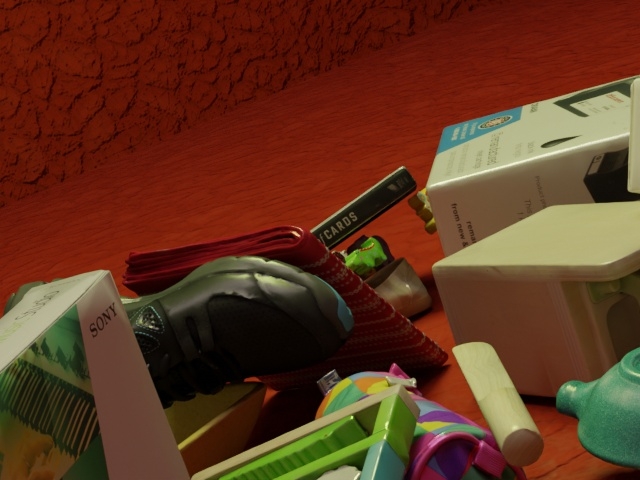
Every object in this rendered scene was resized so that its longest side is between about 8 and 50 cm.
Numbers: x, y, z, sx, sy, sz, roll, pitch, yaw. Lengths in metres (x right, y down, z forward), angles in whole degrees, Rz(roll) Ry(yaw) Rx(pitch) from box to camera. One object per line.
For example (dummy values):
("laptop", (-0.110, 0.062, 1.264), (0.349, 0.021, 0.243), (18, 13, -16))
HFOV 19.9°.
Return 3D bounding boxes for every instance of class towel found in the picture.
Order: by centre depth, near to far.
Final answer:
("towel", (-0.029, 0.066, 1.665), (0.199, 0.275, 0.031), (-10, 59, 29))

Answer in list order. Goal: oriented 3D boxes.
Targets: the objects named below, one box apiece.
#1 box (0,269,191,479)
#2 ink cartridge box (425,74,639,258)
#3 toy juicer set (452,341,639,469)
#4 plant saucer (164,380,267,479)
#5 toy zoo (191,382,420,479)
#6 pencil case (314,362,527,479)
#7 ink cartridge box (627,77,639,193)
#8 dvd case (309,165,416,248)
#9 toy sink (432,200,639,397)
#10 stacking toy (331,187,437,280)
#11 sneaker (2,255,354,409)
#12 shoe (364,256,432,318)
("box", (-0.110, 0.198, 0.929), (0.058, 0.322, 0.232), (-17, 12, 17))
("ink cartridge box", (0.324, -0.064, 1.844), (0.395, 0.166, 0.285), (-15, 13, 11))
("toy juicer set", (0.239, 0.137, 1.265), (0.329, 0.089, 0.209), (-2, 20, 16))
("plant saucer", (-0.247, 0.231, 1.549), (0.333, 0.081, 0.333), (-9, 14, 36))
("toy zoo", (-0.040, 0.222, 1.206), (0.192, 0.030, 0.293), (-27, 22, 26))
("pencil case", (0.069, 0.160, 1.365), (0.104, 0.104, 0.236), (-21, 15, -14))
("ink cartridge box", (0.396, -0.081, 1.528), (0.172, 0.100, 0.237), (1, -1, 45))
("dvd case", (0.000, 0.000, 1.968), (0.238, 0.029, 0.179), (-36, -1, 3))
("toy sink", (0.235, 0.053, 1.540), (0.153, 0.131, 0.234), (-26, 13, -32))
("stacking toy", (0.032, 0.023, 1.975), (0.167, 0.052, 0.221), (-37, -5, 36))
("sneaker", (-0.133, 0.106, 1.562), (0.341, 0.125, 0.140), (-9, 42, 24))
("shoe", (0.022, 0.081, 1.883), (0.219, 0.058, 0.076), (-26, 15, -35))
